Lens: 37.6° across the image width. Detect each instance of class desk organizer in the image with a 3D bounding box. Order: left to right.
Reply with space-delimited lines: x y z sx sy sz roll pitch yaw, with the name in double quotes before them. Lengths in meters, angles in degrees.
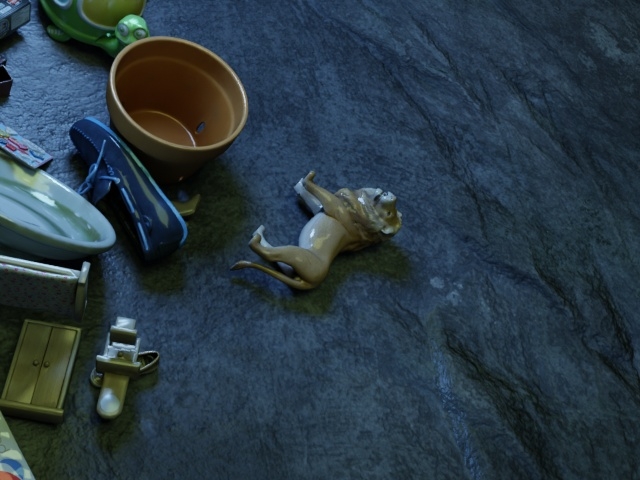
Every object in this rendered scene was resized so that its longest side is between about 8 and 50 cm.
"desk organizer" -0.698 -0.314 1.915 0.130 0.050 0.047 -25 74 -37

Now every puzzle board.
"puzzle board" -0.606 -0.192 1.880 0.128 0.011 0.096 34 19 -5

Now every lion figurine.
"lion figurine" 0.000 0.000 2.050 0.240 0.142 0.392 44 64 -6

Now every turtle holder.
"turtle holder" -0.493 -0.551 2.065 0.243 0.227 0.320 12 55 -22

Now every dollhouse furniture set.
"dollhouse furniture set" -0.443 0.150 1.538 0.303 0.355 0.173 11 55 -8

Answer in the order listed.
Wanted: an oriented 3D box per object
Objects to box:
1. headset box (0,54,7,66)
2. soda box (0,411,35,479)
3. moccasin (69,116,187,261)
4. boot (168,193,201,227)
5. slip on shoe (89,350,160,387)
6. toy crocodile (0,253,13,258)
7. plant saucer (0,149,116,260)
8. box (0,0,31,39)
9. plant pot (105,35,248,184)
"headset box" -0.711 -0.382 1.966 0.083 0.032 0.062 40 49 2
"soda box" -0.536 0.364 1.549 0.074 0.069 0.216 -22 72 -36
"moccasin" -0.405 -0.106 1.875 0.117 0.137 0.342 -36 73 -25
"boot" -0.308 -0.068 1.970 0.087 0.042 0.118 25 51 -9
"slip on shoe" -0.361 0.236 1.743 0.135 0.041 0.051 -9 65 -32
"toy crocodile" -0.672 0.077 1.653 0.341 0.105 0.115 -20 70 -31
"plant saucer" -0.570 -0.059 1.704 0.400 0.100 0.400 31 10 -6
"box" -0.775 -0.473 1.949 0.216 0.060 0.270 34 49 9
"plant pot" -0.323 -0.252 1.976 0.291 0.203 0.290 14 54 -20
